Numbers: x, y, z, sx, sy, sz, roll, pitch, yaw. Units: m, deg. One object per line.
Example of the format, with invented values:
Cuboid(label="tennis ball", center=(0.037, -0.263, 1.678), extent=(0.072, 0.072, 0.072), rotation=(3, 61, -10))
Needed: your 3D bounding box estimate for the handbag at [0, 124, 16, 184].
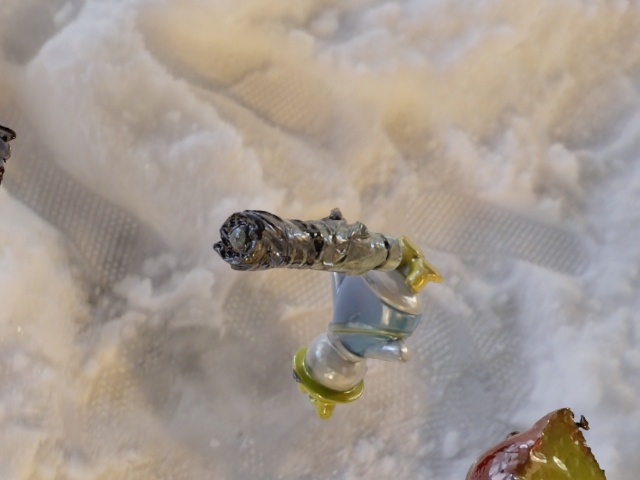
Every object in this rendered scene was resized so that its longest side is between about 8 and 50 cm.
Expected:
Cuboid(label="handbag", center=(-0.401, -0.049, 1.031), extent=(0.215, 0.155, 0.169), rotation=(16, 84, -42))

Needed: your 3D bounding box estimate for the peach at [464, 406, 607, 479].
Cuboid(label="peach", center=(0.241, 0.334, 1.182), extent=(0.159, 0.154, 0.267), rotation=(-25, 81, -33))

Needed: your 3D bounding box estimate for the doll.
Cuboid(label="doll", center=(0.043, 0.105, 1.312), extent=(0.135, 0.241, 0.099), rotation=(36, 26, 6))

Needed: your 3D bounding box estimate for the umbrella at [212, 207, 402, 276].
Cuboid(label="umbrella", center=(0.000, 0.000, 0.821), extent=(0.188, 0.046, 0.050), rotation=(5, 92, -53))
